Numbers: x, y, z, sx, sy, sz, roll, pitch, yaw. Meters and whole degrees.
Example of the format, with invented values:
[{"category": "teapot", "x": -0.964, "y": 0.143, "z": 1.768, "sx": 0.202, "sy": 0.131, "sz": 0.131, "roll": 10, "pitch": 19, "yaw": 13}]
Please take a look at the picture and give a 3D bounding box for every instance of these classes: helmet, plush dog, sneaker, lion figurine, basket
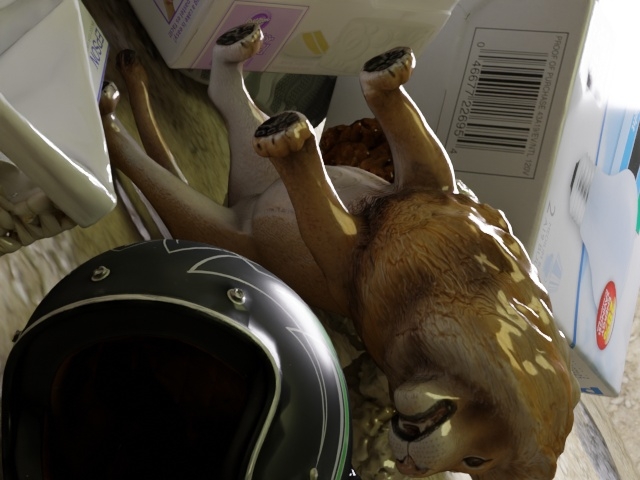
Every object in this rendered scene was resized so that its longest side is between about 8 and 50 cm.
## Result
[{"category": "helmet", "x": -0.063, "y": 0.083, "z": 0.716, "sx": 0.169, "sy": 0.169, "sz": 0.161, "roll": 37, "pitch": 44, "yaw": -62}, {"category": "plush dog", "x": 0.068, "y": 0.028, "z": 1.125, "sx": 0.225, "sy": 0.211, "sz": 0.262, "roll": 124, "pitch": -58, "yaw": -78}, {"category": "sneaker", "x": -0.096, "y": -0.184, "z": 1.346, "sx": 0.115, "sy": 0.105, "sz": 0.281, "roll": 33, "pitch": -5, "yaw": 38}, {"category": "lion figurine", "x": 0.000, "y": 0.000, "z": 0.977, "sx": 0.392, "sy": 0.142, "sz": 0.240, "roll": 29, "pitch": -31, "yaw": 57}, {"category": "basket", "x": -0.176, "y": -0.078, "z": 0.731, "sx": 0.113, "sy": 0.103, "sz": 0.167, "roll": 48, "pitch": 20, "yaw": -49}]

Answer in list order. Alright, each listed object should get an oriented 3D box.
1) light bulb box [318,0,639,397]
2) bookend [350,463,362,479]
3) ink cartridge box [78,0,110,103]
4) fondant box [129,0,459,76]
[{"category": "light bulb box", "x": 0.176, "y": -0.075, "z": 1.486, "sx": 0.361, "sy": 0.225, "sz": 0.357, "roll": 40, "pitch": 62, "yaw": -59}, {"category": "bookend", "x": -0.009, "y": 0.166, "z": 0.954, "sx": 0.157, "sy": 0.072, "sz": 0.156, "roll": 66, "pitch": 13, "yaw": 11}, {"category": "ink cartridge box", "x": -0.194, "y": -0.150, "z": 0.918, "sx": 0.206, "sy": 0.045, "sz": 0.208, "roll": -93, "pitch": 159, "yaw": -59}, {"category": "fondant box", "x": -0.074, "y": -0.273, "z": 1.206, "sx": 0.238, "sy": 0.096, "sz": 0.330, "roll": -3, "pitch": 50, "yaw": -43}]
